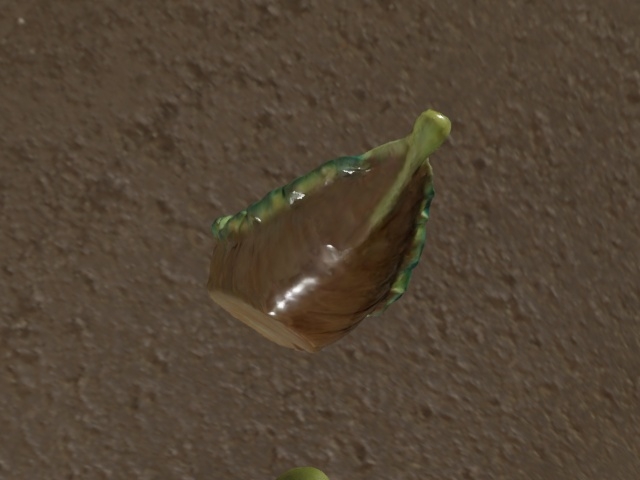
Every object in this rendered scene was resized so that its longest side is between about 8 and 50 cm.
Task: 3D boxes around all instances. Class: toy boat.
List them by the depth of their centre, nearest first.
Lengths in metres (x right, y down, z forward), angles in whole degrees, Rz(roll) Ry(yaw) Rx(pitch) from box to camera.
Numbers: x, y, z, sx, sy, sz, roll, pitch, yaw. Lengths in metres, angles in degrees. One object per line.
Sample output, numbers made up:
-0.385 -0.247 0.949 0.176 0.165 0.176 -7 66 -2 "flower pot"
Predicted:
-0.005 0.009 0.668 0.108 0.293 0.099 32 73 -7 "toy boat"

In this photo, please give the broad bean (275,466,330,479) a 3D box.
-0.026 0.339 1.458 0.124 0.174 0.082 -32 103 5 "broad bean"
